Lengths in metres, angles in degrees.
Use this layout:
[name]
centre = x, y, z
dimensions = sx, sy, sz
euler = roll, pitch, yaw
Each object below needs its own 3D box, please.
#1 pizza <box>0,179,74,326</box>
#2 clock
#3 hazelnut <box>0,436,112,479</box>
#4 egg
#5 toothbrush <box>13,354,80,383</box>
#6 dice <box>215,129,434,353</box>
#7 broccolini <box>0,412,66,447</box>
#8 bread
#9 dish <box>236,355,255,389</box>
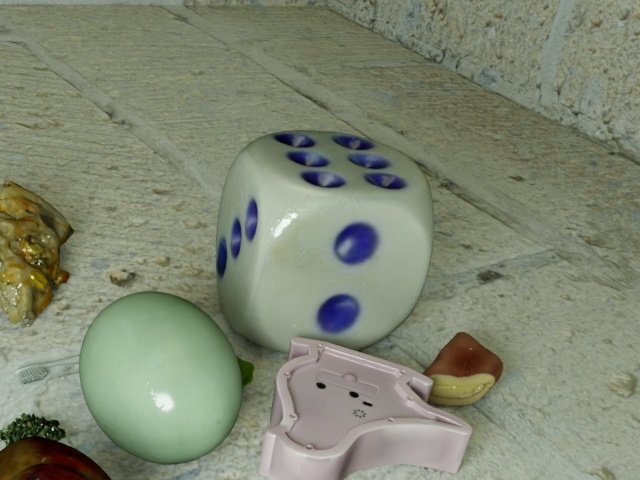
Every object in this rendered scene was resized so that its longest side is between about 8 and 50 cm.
[pizza]
centre = -0.484, 0.017, 1.558
dimensions = 0.189, 0.071, 0.297
euler = 47, 22, -27
[clock]
centre = 0.064, 0.268, 1.362
dimensions = 0.290, 0.080, 0.275
euler = 14, 27, 6
[hazelnut]
centre = -0.309, 0.325, 0.989
dimensions = 0.218, 0.218, 0.234
euler = 26, 48, 25
[egg]
centre = -0.213, 0.179, 1.276
dimensions = 0.203, 0.203, 0.283
euler = -6, 26, -32
[toothbrush]
centre = -0.326, 0.172, 1.446
dimensions = 0.276, 0.019, 0.025
euler = -12, 41, -39
[dice]
centre = 0.000, 0.000, 1.606
dimensions = 0.304, 0.304, 0.277
euler = 2, 28, -22
[broccolini]
centre = -0.396, 0.284, 1.163
dimensions = 0.071, 0.057, 0.254
euler = -26, 13, 22
[bread]
centre = 0.228, 0.215, 1.546
dimensions = 0.119, 0.067, 0.192
euler = 16, 25, 26
[dish]
centre = -0.167, 0.202, 1.436
dimensions = 0.137, 0.039, 0.091
euler = 22, 33, 20
